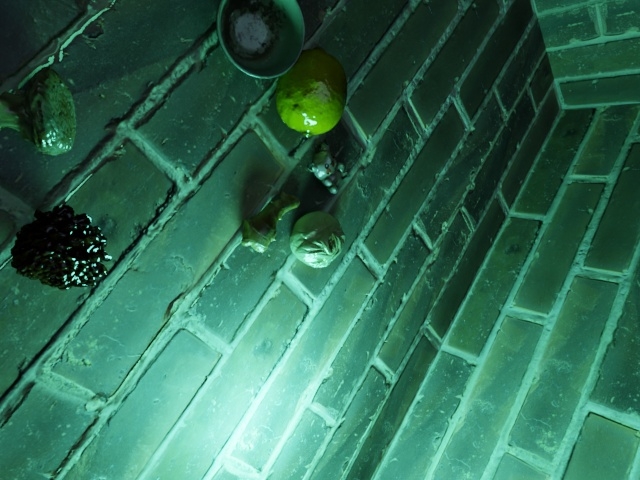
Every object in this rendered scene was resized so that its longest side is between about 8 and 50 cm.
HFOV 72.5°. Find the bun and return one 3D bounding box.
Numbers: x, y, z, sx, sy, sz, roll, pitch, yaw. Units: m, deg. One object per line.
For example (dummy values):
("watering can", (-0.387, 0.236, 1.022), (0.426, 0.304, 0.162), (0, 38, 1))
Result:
("bun", (0.000, 0.000, 1.701), (0.229, 0.145, 0.230), (-12, 109, -38))

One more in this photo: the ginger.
("ginger", (-0.170, -0.073, 1.578), (0.294, 0.086, 0.131), (-43, 102, -33))

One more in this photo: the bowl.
("bowl", (-0.207, -0.660, 1.372), (0.289, 0.146, 0.289), (-11, 112, -28))

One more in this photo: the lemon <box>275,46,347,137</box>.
("lemon", (-0.030, -0.510, 1.505), (0.260, 0.260, 0.284), (-24, 111, -36))

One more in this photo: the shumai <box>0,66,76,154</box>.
("shumai", (-0.690, -0.309, 1.048), (0.152, 0.161, 0.210), (-2, 135, -13))

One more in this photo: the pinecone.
("pinecone", (-0.644, 0.014, 1.096), (0.221, 0.221, 0.222), (-9, 104, -40))

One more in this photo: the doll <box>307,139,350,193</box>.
("doll", (0.030, -0.276, 1.706), (0.149, 0.095, 0.192), (-54, 126, -28))
